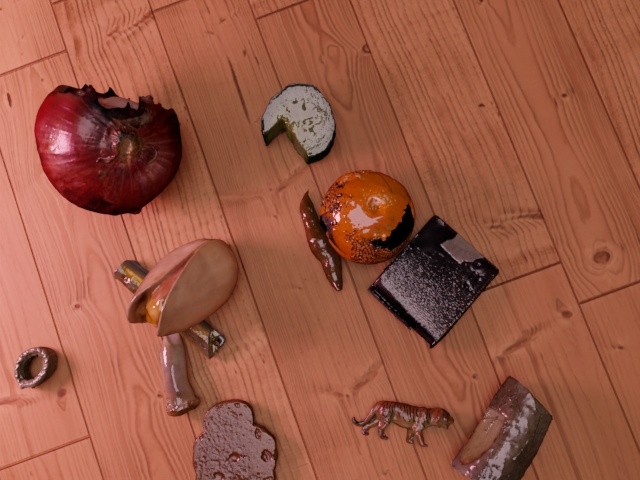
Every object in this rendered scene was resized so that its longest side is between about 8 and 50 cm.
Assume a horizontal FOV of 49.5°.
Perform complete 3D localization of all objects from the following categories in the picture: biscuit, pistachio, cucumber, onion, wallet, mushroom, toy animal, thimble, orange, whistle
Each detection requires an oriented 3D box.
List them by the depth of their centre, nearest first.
[{"bbox_3d":[-0.317,0.103,1.643,0.187,0.187,0.299,38,44,6],"label":"pistachio"},{"bbox_3d":[-0.493,-0.215,1.651,0.341,0.341,0.341,0,84,3],"label":"onion"},{"bbox_3d":[0.198,0.437,1.674,0.241,0.057,0.099,10,78,6],"label":"toy animal"},{"bbox_3d":[0.115,-0.059,1.674,0.234,0.182,0.234,1,72,-2],"label":"orange"},{"bbox_3d":[-0.205,0.533,1.688,0.208,0.041,0.290,-6,84,3],"label":"biscuit"},{"bbox_3d":[0.278,0.097,1.700,0.221,0.071,0.262,42,81,7],"label":"wallet"},{"bbox_3d":[-0.353,0.324,1.710,0.084,0.071,0.209,-12,80,-4],"label":"mushroom"},{"bbox_3d":[-0.710,0.318,1.729,0.084,0.062,0.110,24,86,4],"label":"thimble"},{"bbox_3d":[-0.376,0.169,1.730,0.326,0.057,0.068,39,87,6],"label":"whistle"},{"bbox_3d":[-0.046,-0.294,1.736,0.191,0.130,0.191,0,91,2],"label":"cucumber"}]

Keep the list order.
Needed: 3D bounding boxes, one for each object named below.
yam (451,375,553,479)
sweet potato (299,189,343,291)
[{"bbox_3d":[0.431,0.460,1.613,0.154,0.154,0.254,34,83,6],"label":"yam"},{"bbox_3d":[0.000,0.000,1.727,0.067,0.067,0.274,-21,78,1],"label":"sweet potato"}]
